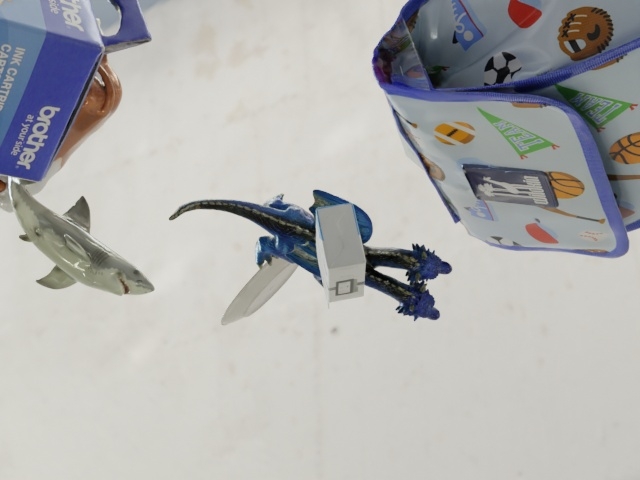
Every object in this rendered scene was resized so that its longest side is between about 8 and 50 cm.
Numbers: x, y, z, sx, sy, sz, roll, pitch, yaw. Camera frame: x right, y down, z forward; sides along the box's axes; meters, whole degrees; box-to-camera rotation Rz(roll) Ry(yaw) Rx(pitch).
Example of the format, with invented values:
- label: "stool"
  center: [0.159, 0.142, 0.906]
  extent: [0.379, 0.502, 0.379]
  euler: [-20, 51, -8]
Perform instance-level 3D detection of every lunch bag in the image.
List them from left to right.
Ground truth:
- label: "lunch bag"
  center: [0.273, -0.153, 1.469]
  extent: [0.385, 0.328, 0.239]
  euler: [-23, -125, 10]

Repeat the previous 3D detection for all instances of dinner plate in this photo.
- label: "dinner plate"
  center: [-0.059, 0.049, 1.687]
  extent: [0.141, 0.017, 0.141]
  euler: [-45, 172, -8]

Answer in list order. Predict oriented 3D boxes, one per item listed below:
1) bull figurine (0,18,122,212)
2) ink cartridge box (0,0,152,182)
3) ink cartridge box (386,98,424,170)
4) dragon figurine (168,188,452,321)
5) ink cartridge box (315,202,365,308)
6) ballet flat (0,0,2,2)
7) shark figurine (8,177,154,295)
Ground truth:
- label: "bull figurine"
  center: [-0.385, -0.172, 2.064]
  extent: [0.310, 0.101, 0.188]
  euler: [-33, -114, 34]
- label: "ink cartridge box"
  center: [-0.339, -0.203, 1.184]
  extent: [0.151, 0.395, 0.270]
  euler: [-56, -143, 31]
- label: "ink cartridge box"
  center: [0.153, -0.165, 1.783]
  extent: [0.072, 0.175, 0.127]
  euler: [39, -101, 25]
- label: "dragon figurine"
  center: [0.000, 0.000, 1.530]
  extent: [0.144, 0.289, 0.085]
  euler: [0, -114, 63]
- label: "ink cartridge box"
  center: [0.014, 0.013, 1.070]
  extent: [0.028, 0.083, 0.048]
  euler: [-10, -112, -4]
- label: "ballet flat"
  center: [-0.185, -0.197, 0.688]
  extent: [0.409, 0.147, 0.147]
  euler: [-49, -156, 38]
- label: "shark figurine"
  center: [-0.346, -0.036, 1.978]
  extent: [0.166, 0.278, 0.116]
  euler: [-9, -139, 38]
